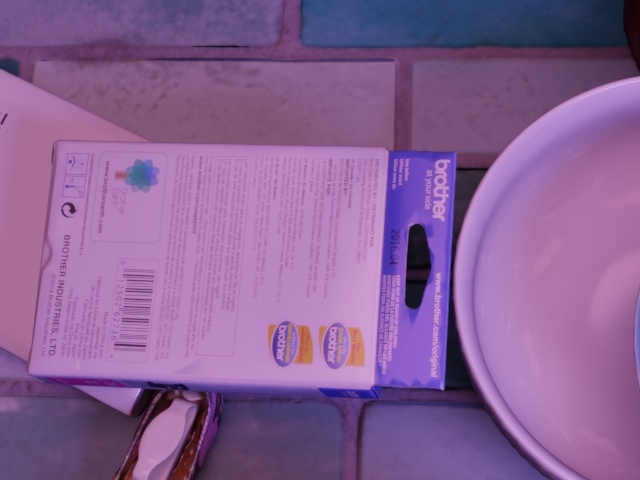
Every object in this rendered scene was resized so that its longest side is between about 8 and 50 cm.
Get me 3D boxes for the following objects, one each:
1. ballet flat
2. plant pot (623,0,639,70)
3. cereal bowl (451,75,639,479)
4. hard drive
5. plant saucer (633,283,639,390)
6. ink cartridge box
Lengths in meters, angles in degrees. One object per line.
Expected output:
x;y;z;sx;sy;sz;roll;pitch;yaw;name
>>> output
-0.133;0.195;1.040;0.077;0.079;0.221;17;74;11;ballet flat
0.349;-0.226;1.041;0.273;0.265;0.272;-2;72;5;plant pot
0.267;0.053;1.021;0.339;0.141;0.338;-2;71;5;cereal bowl
-0.235;-0.016;1.121;0.308;0.040;0.203;26;85;13;hard drive
0.367;0.076;0.908;0.318;0.043;0.317;-2;72;6;plant saucer
-0.055;0.021;1.026;0.311;0.065;0.185;1;74;12;ink cartridge box
